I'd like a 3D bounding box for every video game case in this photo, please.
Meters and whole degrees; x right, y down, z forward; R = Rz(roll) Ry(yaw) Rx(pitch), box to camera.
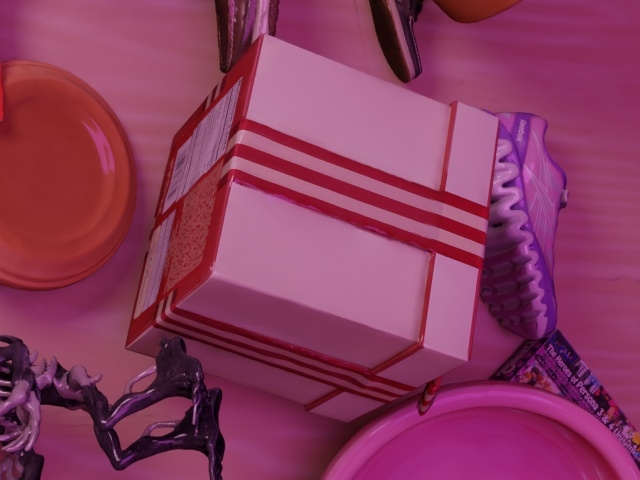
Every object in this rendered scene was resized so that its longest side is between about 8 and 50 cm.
[{"bbox_3d":[0.224,0.239,1.463,0.210,0.042,0.232,-44,104,-16],"label":"video game case"}]

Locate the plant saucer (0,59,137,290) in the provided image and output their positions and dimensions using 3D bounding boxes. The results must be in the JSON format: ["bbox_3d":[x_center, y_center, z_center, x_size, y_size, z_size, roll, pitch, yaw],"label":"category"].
[{"bbox_3d":[-0.238,-0.058,1.252,0.200,0.037,0.200,7,78,-37],"label":"plant saucer"}]

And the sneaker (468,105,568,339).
[{"bbox_3d":[0.201,-0.023,1.437,0.104,0.095,0.236,-16,94,-30],"label":"sneaker"}]

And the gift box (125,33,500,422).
[{"bbox_3d":[0.000,0.000,1.272,0.258,0.276,0.255,19,69,-17],"label":"gift box"}]

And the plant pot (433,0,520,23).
[{"bbox_3d":[0.144,-0.369,1.304,0.203,0.291,0.291,39,75,-19],"label":"plant pot"}]

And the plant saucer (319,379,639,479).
[{"bbox_3d":[0.141,0.283,1.368,0.332,0.084,0.332,-1,102,-7],"label":"plant saucer"}]

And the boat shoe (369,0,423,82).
[{"bbox_3d":[0.074,-0.227,1.404,0.049,0.056,0.152,-18,96,-16],"label":"boat shoe"}]

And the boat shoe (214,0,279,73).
[{"bbox_3d":[-0.090,-0.270,1.325,0.095,0.095,0.258,3,78,-15],"label":"boat shoe"}]

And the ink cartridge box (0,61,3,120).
[{"bbox_3d":[-0.399,-0.292,1.157,0.308,0.091,0.385,0,76,-23],"label":"ink cartridge box"}]

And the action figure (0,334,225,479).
[{"bbox_3d":[-0.222,0.152,1.184,0.275,0.141,0.164,-4,135,6],"label":"action figure"}]
